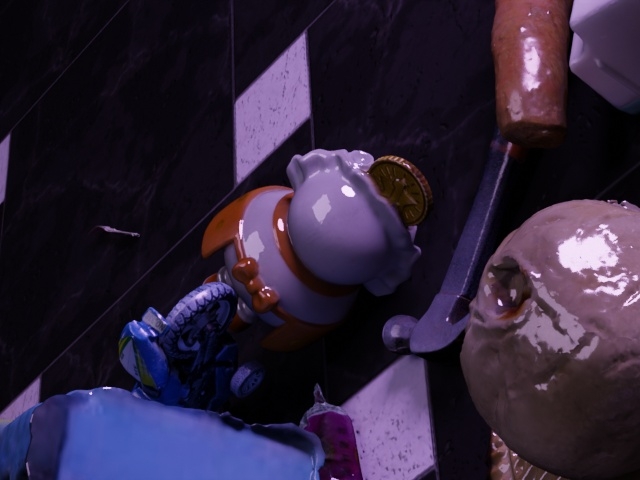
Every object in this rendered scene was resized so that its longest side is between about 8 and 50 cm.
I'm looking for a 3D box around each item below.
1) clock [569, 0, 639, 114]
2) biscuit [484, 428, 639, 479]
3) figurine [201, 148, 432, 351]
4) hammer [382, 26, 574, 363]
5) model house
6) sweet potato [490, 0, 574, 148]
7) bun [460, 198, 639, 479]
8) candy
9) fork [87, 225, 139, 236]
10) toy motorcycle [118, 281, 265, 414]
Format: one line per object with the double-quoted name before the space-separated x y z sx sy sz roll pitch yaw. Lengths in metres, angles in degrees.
"clock" 0.284 -0.241 1.354 0.262 0.116 0.231 -26 46 47
"biscuit" 0.207 0.116 1.221 0.259 0.079 0.259 -39 38 38
"figurine" -0.007 0.005 1.600 0.271 0.143 0.143 -32 41 59
"hammer" 0.140 -0.042 1.506 0.137 0.037 0.290 5 71 60
"model house" -0.168 0.245 1.537 0.303 0.237 0.215 -21 59 62
"sweet potato" 0.174 -0.223 1.502 0.109 0.109 0.385 -27 37 48
"bun" 0.152 0.050 1.164 0.166 0.113 0.173 -51 34 20
"candy" 0.009 0.178 1.540 0.045 0.043 0.175 -57 26 33
"fork" -0.223 -0.010 2.105 0.115 0.016 0.012 2 91 59
"toy motorcycle" -0.126 0.126 1.636 0.135 0.092 0.254 -36 -25 -25
